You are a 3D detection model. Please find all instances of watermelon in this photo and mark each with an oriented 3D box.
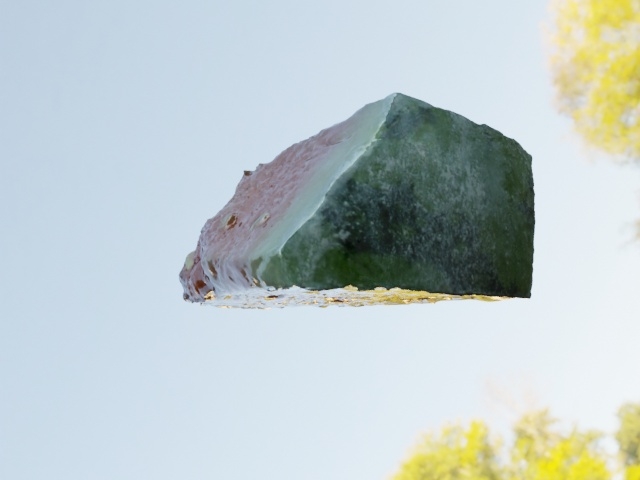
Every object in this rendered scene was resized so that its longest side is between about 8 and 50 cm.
[{"bbox_3d":[0.000,0.000,0.810,0.193,0.256,0.140,14,-110,-32],"label":"watermelon"}]
